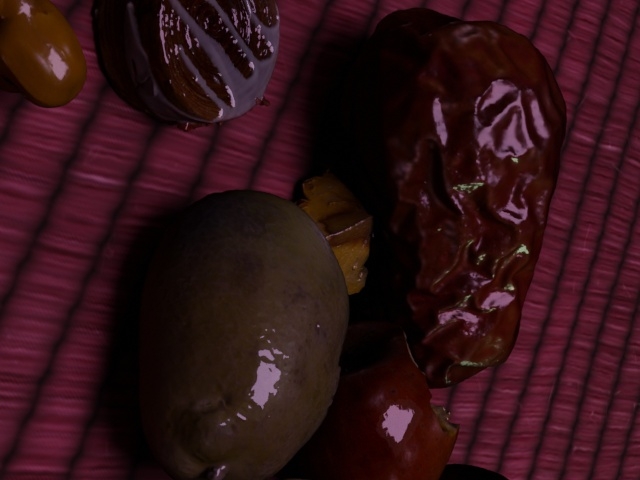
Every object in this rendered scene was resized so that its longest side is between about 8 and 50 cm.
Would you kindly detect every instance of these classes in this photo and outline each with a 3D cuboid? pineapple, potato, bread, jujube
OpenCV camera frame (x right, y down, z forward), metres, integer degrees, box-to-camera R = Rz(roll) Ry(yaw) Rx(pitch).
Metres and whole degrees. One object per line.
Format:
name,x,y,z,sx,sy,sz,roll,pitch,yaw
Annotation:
pineapple,0.000,0.000,1.472,0.114,0.077,0.114,-20,101,-39
potato,-0.065,0.084,1.311,0.174,0.159,0.251,24,54,-23
bread,-0.099,-0.166,1.334,0.160,0.073,0.160,4,85,-54
jujube,0.116,-0.033,1.529,0.216,0.216,0.342,-21,120,-52

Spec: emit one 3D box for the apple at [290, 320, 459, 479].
apple,0.039,0.165,1.446,0.147,0.156,0.158,-41,123,-40

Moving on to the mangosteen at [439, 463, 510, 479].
mangosteen,0.125,0.300,1.530,0.210,0.210,0.210,2,87,-54

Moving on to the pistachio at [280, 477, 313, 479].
pistachio,-0.004,0.320,1.353,0.318,0.193,0.214,61,37,-49

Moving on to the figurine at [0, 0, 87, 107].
figurine,-0.198,-0.175,1.157,0.121,0.122,0.176,-44,123,-48
